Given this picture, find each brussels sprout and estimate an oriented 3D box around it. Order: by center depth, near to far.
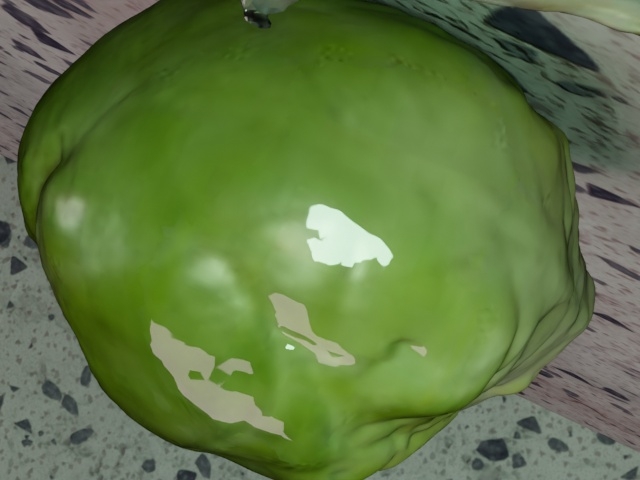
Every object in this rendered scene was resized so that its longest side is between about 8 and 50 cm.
[{"bbox_3d":[-0.004,-0.002,0.799,0.317,0.242,0.274,24,180,-5],"label":"brussels sprout"}]

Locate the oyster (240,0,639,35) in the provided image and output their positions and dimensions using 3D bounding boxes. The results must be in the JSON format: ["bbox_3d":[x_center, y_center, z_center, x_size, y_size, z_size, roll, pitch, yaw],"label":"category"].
[{"bbox_3d":[0.077,-0.101,0.370,0.271,0.100,0.275,27,161,-21],"label":"oyster"}]
